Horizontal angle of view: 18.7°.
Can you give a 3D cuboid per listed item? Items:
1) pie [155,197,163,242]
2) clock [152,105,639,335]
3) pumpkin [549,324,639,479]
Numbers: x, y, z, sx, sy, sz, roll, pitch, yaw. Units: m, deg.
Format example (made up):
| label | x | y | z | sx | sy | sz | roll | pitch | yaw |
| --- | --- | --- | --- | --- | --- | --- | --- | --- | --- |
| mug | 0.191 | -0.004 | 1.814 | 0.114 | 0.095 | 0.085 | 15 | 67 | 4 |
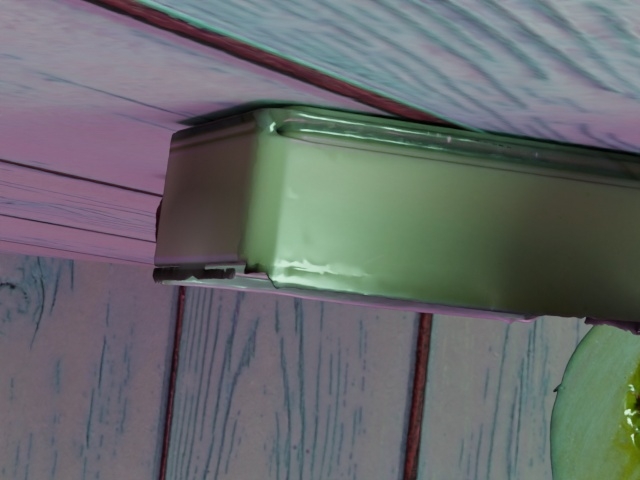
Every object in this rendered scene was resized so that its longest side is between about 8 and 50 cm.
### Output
| label | x | y | z | sx | sy | sz | roll | pitch | yaw |
| --- | --- | --- | --- | --- | --- | --- | --- | --- | --- |
| pie | 0.000 | 0.000 | 1.196 | 0.204 | 0.054 | 0.218 | 6 | 175 | -4 |
| clock | 0.039 | -0.005 | 0.814 | 0.192 | 0.071 | 0.147 | 7 | 177 | -19 |
| pumpkin | 0.305 | 0.133 | 1.152 | 0.293 | 0.263 | 0.197 | 7 | -178 | 33 |
